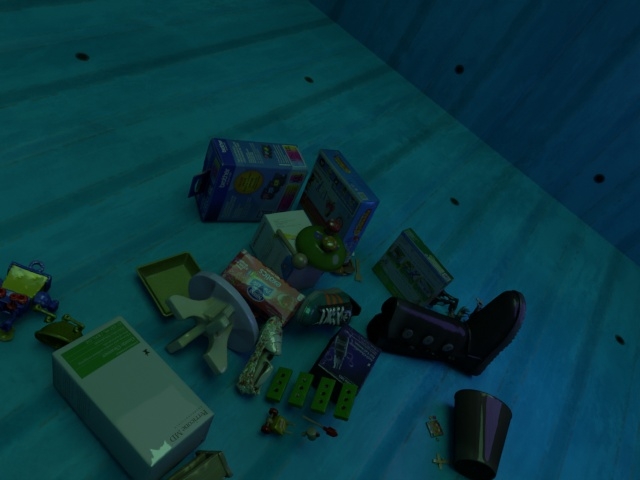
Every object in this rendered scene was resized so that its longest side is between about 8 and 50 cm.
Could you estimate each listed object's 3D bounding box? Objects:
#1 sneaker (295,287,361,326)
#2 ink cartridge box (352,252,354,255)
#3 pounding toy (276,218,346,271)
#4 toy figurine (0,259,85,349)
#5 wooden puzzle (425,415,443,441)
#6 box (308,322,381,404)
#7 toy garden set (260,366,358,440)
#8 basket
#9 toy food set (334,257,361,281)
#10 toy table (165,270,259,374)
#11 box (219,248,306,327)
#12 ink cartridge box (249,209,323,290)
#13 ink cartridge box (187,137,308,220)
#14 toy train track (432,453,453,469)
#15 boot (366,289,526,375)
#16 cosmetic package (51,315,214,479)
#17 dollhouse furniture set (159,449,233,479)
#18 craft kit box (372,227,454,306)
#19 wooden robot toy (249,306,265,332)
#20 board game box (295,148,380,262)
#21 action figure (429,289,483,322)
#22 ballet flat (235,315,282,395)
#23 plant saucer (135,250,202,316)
[{"bbox_3d":[0.037,0.227,1.685,0.121,0.108,0.302,27,18,25],"label":"sneaker"},{"bbox_3d":[0.101,-0.035,2.059,0.104,0.062,0.181,17,46,-16],"label":"ink cartridge box"},{"bbox_3d":[0.000,0.000,1.682,0.236,0.110,0.183,-2,53,-35],"label":"pounding toy"},{"bbox_3d":[-0.745,0.127,1.332,0.362,0.191,0.217,22,39,-14],"label":"toy figurine"},{"bbox_3d":[0.370,0.609,1.677,0.049,0.006,0.083,1,51,-30],"label":"wooden puzzle"},{"bbox_3d":[0.074,0.391,1.625,0.153,0.108,0.207,37,43,3],"label":"box"},{"bbox_3d":[-0.038,0.480,1.466,0.244,0.049,0.204,10,43,15],"label":"toy garden set"},{"bbox_3d":[0.505,0.626,1.644,0.204,0.154,0.227,32,46,-6],"label":"basket"},{"bbox_3d":[0.075,0.079,1.958,0.192,0.038,0.132,16,45,-17],"label":"toy food set"},{"bbox_3d":[-0.308,0.235,1.458,0.274,0.252,0.161,47,35,-2],"label":"toy table"},{"bbox_3d":[-0.186,0.162,1.640,0.256,0.128,0.123,37,69,4],"label":"box"},{"bbox_3d":[-0.107,0.038,1.791,0.168,0.171,0.233,-10,58,-37],"label":"ink cartridge box"},{"bbox_3d":[-0.277,-0.208,1.840,0.395,0.270,0.151,0,47,-30],"label":"ink cartridge box"},{"bbox_3d":[0.388,0.689,1.611,0.083,0.014,0.048,13,47,-21],"label":"toy train track"},{"bbox_3d":[0.428,0.270,1.774,0.445,0.367,0.146,20,21,-13],"label":"boot"},{"bbox_3d":[-0.459,0.387,1.258,0.365,0.155,0.197,38,42,16],"label":"cosmetic package"},{"bbox_3d":[-0.276,0.618,1.225,0.129,0.129,0.184,-26,92,-43],"label":"dollhouse furniture set"},{"bbox_3d":[0.336,0.124,1.921,0.061,0.247,0.250,-17,63,-43],"label":"craft kit box"},{"bbox_3d":[-0.244,0.247,1.600,0.173,0.076,0.079,40,54,8],"label":"wooden robot toy"},{"bbox_3d":[0.051,-0.124,1.903,0.086,0.302,0.308,-5,46,-34],"label":"board game box"},{"bbox_3d":[0.545,0.283,1.980,0.276,0.141,0.164,47,33,17],"label":"action figure"},{"bbox_3d":[-0.157,0.339,1.493,0.091,0.077,0.241,42,68,-50],"label":"ballet flat"},{"bbox_3d":[-0.446,0.139,1.591,0.188,0.045,0.188,-20,64,-42],"label":"plant saucer"}]
